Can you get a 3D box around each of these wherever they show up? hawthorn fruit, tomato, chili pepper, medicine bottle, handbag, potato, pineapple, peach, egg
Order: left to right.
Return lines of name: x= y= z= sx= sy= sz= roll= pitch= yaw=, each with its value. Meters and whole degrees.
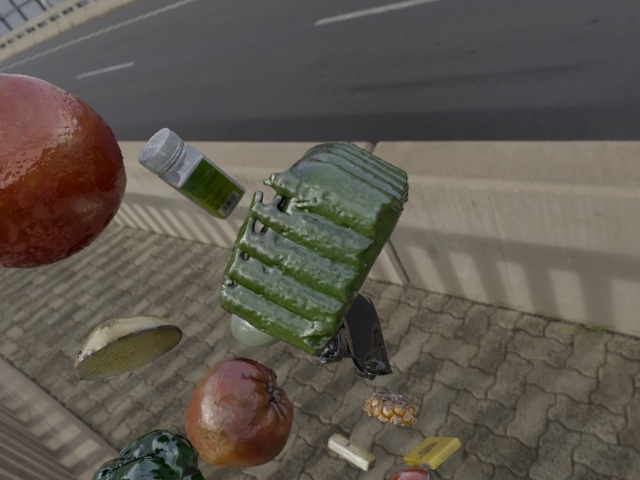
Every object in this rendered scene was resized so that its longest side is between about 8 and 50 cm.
peach: x=-0.551 y=-0.118 z=0.874 sx=0.290 sy=0.372 sz=0.373 roll=40 pitch=72 yaw=21
potato: x=-0.558 y=0.290 z=1.387 sx=0.299 sy=0.239 sz=0.115 roll=-23 pitch=58 yaw=-13
chili pepper: x=-0.287 y=0.421 z=0.777 sx=0.261 sy=0.173 sz=0.165 roll=-34 pitch=-1 yaw=34
medicine bottle: x=-0.262 y=-0.134 z=0.970 sx=0.088 sy=0.188 sz=0.132 roll=-55 pitch=38 yaw=-7
hawthorn fruit: x=-0.318 y=0.636 z=1.752 sx=0.403 sy=0.402 sz=0.402 roll=-19 pitch=38 yaw=15
egg: x=-0.264 y=0.358 z=2.177 sx=0.352 sy=0.259 sz=0.258 roll=-37 pitch=23 yaw=47
handbag: x=0.055 y=0.210 z=1.196 sx=0.114 sy=0.285 sz=0.256 roll=-38 pitch=46 yaw=18
pineapple: x=0.262 y=0.606 z=1.758 sx=0.225 sy=0.225 sz=0.076 roll=13 pitch=95 yaw=43
tomato: x=0.272 y=0.832 z=1.524 sx=0.156 sy=0.180 sz=0.213 roll=5 pitch=50 yaw=5

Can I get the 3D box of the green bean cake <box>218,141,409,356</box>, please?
green bean cake: x=0.000 y=0.000 z=0.859 sx=0.334 sy=0.218 sz=0.319 roll=-63 pitch=-6 yaw=19

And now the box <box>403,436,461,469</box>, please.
box: x=0.250 y=0.479 z=1.088 sx=0.087 sy=0.155 sz=0.023 roll=-33 pitch=79 yaw=-22

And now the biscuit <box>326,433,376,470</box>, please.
biscuit: x=0.109 y=0.769 z=1.746 sx=0.188 sy=0.056 sz=0.052 roll=18 pitch=99 yaw=32
